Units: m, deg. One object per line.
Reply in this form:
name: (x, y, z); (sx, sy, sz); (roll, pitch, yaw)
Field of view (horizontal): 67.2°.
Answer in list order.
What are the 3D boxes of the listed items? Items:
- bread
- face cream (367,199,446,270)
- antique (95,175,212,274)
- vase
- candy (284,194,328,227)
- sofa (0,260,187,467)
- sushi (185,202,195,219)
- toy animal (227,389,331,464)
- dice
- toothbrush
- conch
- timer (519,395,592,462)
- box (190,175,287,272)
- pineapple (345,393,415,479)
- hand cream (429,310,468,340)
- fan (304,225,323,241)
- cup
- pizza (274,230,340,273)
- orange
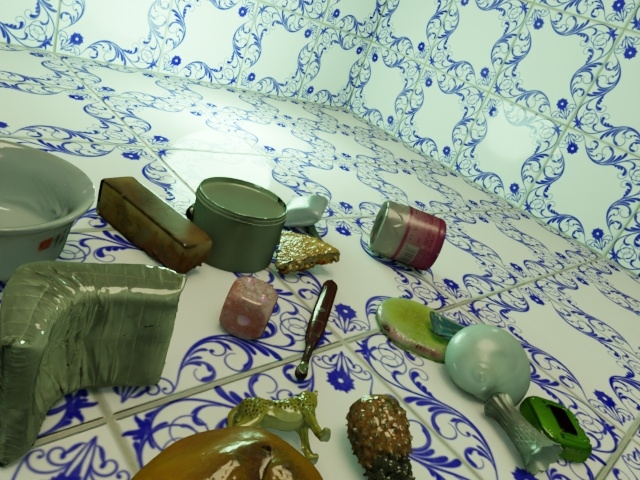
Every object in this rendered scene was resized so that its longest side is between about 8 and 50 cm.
bread: (0.244, 0.210, 1.181); (0.228, 0.033, 0.228); (20, 25, -9)
face cream: (0.265, -0.017, 1.490); (0.194, 0.175, 0.175); (21, 24, -6)
antique: (-0.381, -0.035, 1.090); (0.310, 0.093, 0.087); (34, 27, 24)
vase: (0.383, 0.364, 0.934); (0.081, 0.081, 0.149); (9, 25, -26)
candy: (-0.052, -0.090, 1.480); (0.138, 0.071, 0.174); (-6, 21, 12)
sofa: (-0.302, 0.149, 0.648); (0.225, 0.210, 0.176); (6, 27, -33)
sushi: (-0.336, -0.075, 1.291); (0.046, 0.044, 0.083); (-3, 26, -3)
toy animal: (-0.077, 0.281, 0.748); (0.181, 0.073, 0.136); (1, 22, -15)
dice: (-0.140, 0.133, 0.949); (0.094, 0.093, 0.091); (22, 24, -3)
toothbrush: (-0.007, 0.179, 1.031); (0.040, 0.041, 0.364); (23, 24, 2)
conch: (0.383, 0.275, 1.062); (0.221, 0.121, 0.185); (1, 73, -26)
timer: (0.490, 0.388, 1.003); (0.128, 0.047, 0.140); (20, 25, -7)
box: (-0.207, -0.044, 1.187); (0.226, 0.149, 0.226); (18, 24, -8)
pineapple: (0.098, 0.337, 0.734); (0.108, 0.108, 0.198); (14, 35, -17)
hand cream: (0.362, 0.238, 1.167); (0.224, 0.048, 0.083); (25, 31, -17)
fan: (0.000, 0.000, 1.426); (0.038, 0.016, 0.193); (8, 27, -32)
cup: (-0.597, -0.043, 0.847); (0.347, 0.163, 0.347); (19, 24, -9)
pizza: (-0.061, 0.046, 1.238); (0.188, 0.062, 0.199); (20, 28, 25)
orange: (-0.102, 0.307, 0.518); (0.249, 0.183, 0.249); (20, 25, -10)
